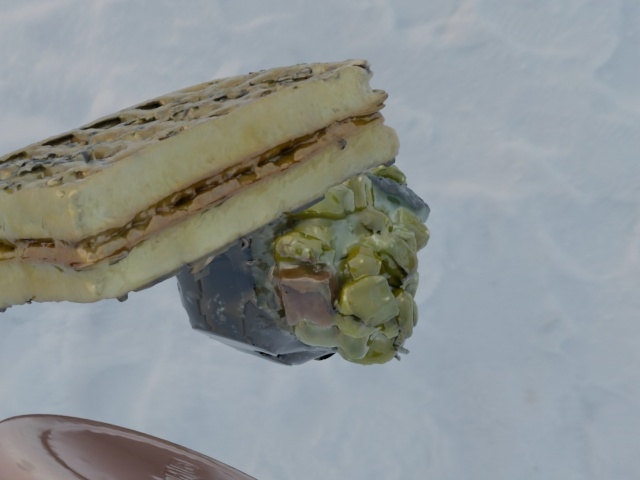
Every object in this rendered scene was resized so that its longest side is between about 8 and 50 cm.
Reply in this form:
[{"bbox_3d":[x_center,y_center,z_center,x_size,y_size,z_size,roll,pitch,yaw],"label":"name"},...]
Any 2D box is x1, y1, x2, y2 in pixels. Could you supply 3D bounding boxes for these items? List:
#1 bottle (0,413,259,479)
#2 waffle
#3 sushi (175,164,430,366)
[{"bbox_3d":[-0.101,0.244,0.646,0.206,0.173,0.297,20,92,-36],"label":"bottle"},{"bbox_3d":[-0.135,-0.052,1.290,0.376,0.261,0.114,-28,110,-43],"label":"waffle"},{"bbox_3d":[0.000,0.000,1.918,0.328,0.285,0.329,31,60,-51],"label":"sushi"}]
